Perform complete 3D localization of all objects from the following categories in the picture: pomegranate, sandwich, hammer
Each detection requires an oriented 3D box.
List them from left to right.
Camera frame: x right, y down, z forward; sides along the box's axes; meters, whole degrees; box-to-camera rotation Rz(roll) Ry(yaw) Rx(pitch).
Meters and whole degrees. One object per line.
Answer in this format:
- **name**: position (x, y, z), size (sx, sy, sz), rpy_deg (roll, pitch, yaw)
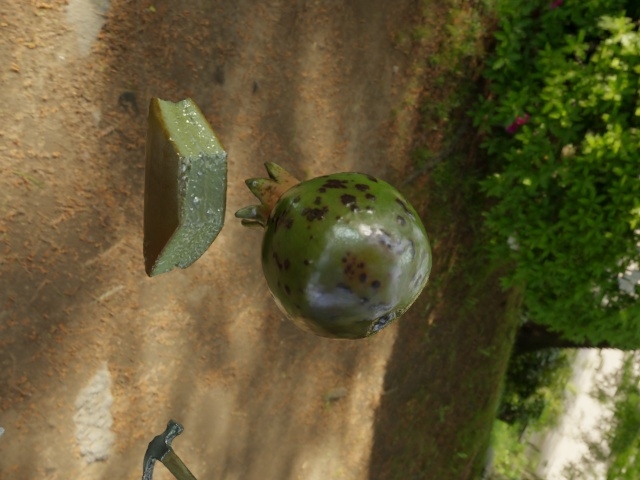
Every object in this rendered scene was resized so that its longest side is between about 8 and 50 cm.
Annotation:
- **sandwich**: position (-0.192, -0.075, 0.996), size (0.094, 0.096, 0.258), rpy_deg (-7, 101, -49)
- **hammer**: position (-0.114, 0.254, 0.684), size (0.062, 0.182, 0.017), rpy_deg (-48, 145, -8)
- **pomegranate**: position (-0.001, 0.001, 0.901), size (0.231, 0.286, 0.231), rpy_deg (-53, 166, -20)

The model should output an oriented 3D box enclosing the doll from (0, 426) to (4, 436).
- **doll**: position (-0.485, 0.185, 0.852), size (0.102, 0.227, 0.075), rpy_deg (-56, -178, 29)
